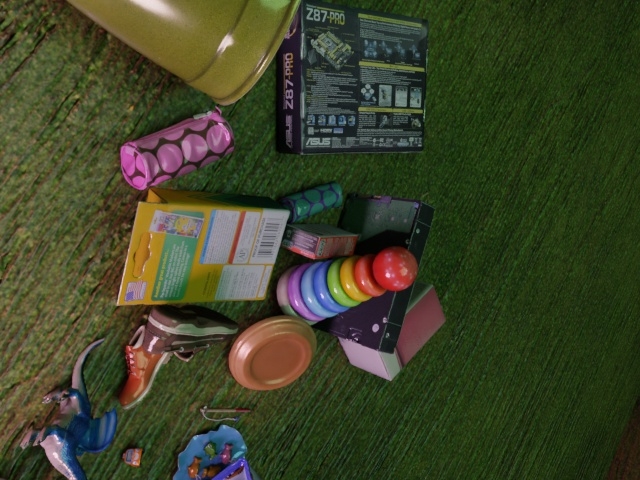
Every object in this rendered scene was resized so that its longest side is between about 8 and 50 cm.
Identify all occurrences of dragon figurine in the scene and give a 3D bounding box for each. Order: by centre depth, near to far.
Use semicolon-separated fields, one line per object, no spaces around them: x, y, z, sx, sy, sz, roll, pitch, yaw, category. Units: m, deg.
-0.419;0.327;1.139;0.144;0.085;0.289;43;40;-31;dragon figurine

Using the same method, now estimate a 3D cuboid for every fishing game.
-0.229;0.487;1.386;0.189;0.041;0.263;17;87;-44;fishing game

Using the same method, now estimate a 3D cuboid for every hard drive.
0.113;0.065;1.474;0.064;0.237;0.338;20;84;-42;hard drive

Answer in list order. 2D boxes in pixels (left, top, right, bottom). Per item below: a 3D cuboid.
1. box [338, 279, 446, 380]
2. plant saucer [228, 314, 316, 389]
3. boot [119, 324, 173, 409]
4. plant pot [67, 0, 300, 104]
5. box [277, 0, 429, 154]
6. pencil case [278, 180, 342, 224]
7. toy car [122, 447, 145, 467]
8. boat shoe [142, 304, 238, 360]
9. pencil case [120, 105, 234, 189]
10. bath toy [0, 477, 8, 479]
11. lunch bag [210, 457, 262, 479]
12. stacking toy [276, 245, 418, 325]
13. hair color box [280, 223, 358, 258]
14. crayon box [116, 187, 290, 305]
0.176;0.210;1.612;0.232;0.149;0.126;-41;123;-27;box
-0.098;0.252;1.403;0.200;0.037;0.199;-12;124;-18;plant saucer
-0.349;0.239;1.229;0.085;0.059;0.157;43;61;-34;boot
-0.251;-0.451;1.025;0.353;0.366;0.366;18;86;-29;plant pot
0.082;-0.355;1.465;0.395;0.097;0.318;-8;105;-40;box
-0.021;-0.084;1.444;0.152;0.070;0.064;-21;78;-35;pencil case
-0.369;0.457;1.251;0.041;0.060;0.121;11;83;-10;toy car
-0.255;0.181;1.249;0.095;0.095;0.257;-65;153;2;boat shoe
-0.265;-0.174;1.201;0.209;0.095;0.098;-32;148;-33;pencil case
-0.457;0.509;1.135;0.348;0.129;0.151;42;71;-37;bath toy
-0.213;0.705;1.312;0.386;0.239;0.327;-32;122;-12;lunch bag
0.060;0.088;1.357;0.141;0.330;0.141;17;65;-40;stacking toy
0.000;0.000;1.426;0.167;0.093;0.053;-1;108;-58;hair color box
-0.231;0.012;1.237;0.323;0.083;0.203;2;113;-42;crayon box
